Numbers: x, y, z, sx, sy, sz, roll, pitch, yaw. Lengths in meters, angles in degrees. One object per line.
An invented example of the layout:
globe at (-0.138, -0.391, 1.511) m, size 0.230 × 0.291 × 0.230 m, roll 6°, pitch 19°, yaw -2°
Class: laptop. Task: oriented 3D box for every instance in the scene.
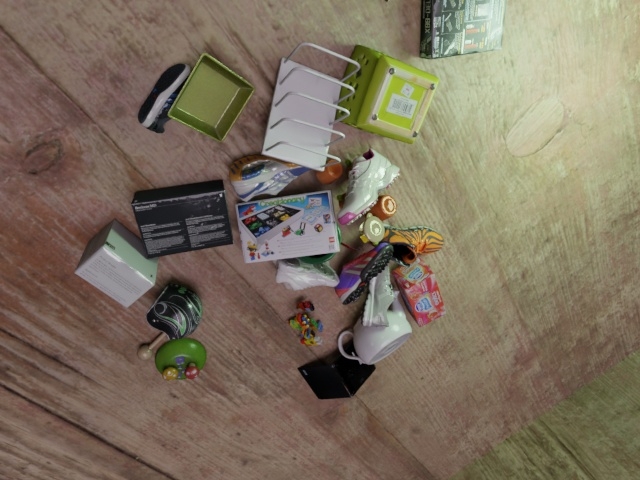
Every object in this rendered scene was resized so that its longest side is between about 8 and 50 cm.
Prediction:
laptop at (0.078, 0.553, 1.808) m, size 0.264 × 0.136 × 0.234 m, roll -43°, pitch 126°, yaw -23°

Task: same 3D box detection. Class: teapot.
teapot at (0.217, 0.354, 1.655) m, size 0.255 × 0.187 × 0.253 m, roll -23°, pitch 150°, yaw -27°

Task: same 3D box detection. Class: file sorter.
file sorter at (-0.024, -0.355, 1.146) m, size 0.192 × 0.173 × 0.278 m, roll 12°, pitch 89°, yaw -22°

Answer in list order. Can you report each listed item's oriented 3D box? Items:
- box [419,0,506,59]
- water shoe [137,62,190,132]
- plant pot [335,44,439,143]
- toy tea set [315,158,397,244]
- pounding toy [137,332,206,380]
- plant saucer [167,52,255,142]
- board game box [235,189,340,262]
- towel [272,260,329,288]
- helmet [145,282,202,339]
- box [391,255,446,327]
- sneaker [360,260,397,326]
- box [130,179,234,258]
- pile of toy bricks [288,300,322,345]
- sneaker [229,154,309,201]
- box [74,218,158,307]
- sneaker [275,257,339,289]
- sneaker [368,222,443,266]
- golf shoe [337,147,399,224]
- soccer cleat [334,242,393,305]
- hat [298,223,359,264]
box at (0.417, -0.705, 1.214) m, size 0.242 × 0.076 × 0.308 m, roll -13°, pitch 120°, yaw -11°
water shoe at (-0.409, -0.385, 1.136) m, size 0.203 × 0.073 × 0.080 m, roll -48°, pitch 148°, yaw 8°
plant pot at (0.194, -0.413, 1.222) m, size 0.228 × 0.207 × 0.227 m, roll 11°, pitch 112°, yaw -24°
toy tea set at (0.110, -0.148, 1.394) m, size 0.200 × 0.124 × 0.336 m, roll -45°, pitch 106°, yaw -31°
pounding toy at (-0.517, 0.438, 1.500) m, size 0.182 × 0.110 × 0.237 m, roll -35°, pitch 122°, yaw 2°
plant saucer at (-0.299, -0.387, 1.141) m, size 0.188 × 0.045 × 0.188 m, roll -53°, pitch 144°, yaw 13°
board game box at (-0.102, -0.042, 1.316) m, size 0.305 × 0.053 × 0.193 m, roll -7°, pitch 97°, yaw 9°
towel at (-0.086, 0.034, 1.461) m, size 0.187 × 0.049 × 0.282 m, roll -26°, pitch 121°, yaw -4°
helmet at (-0.470, 0.237, 1.379) m, size 0.161 × 0.169 × 0.169 m, roll 37°, pitch 102°, yaw -13°
box at (0.387, 0.205, 1.641) m, size 0.128 × 0.123 × 0.257 m, roll -28°, pitch 130°, yaw 0°
sneaker at (0.229, 0.186, 1.557) m, size 0.115 × 0.105 × 0.282 m, roll 13°, pitch 83°, yaw 0°
box at (-0.409, -0.067, 1.272) m, size 0.261 × 0.103 × 0.185 m, roll -10°, pitch 122°, yaw -12°
pile of toy bricks at (-0.071, 0.317, 1.597) m, size 0.105 × 0.118 × 0.212 m, roll -8°, pitch 141°, yaw 18°
sneaker at (-0.132, -0.212, 1.300) m, size 0.296 × 0.112 × 0.131 m, roll -17°, pitch 142°, yaw -10°
box at (-0.590, 0.065, 1.237) m, size 0.119 × 0.182 × 0.181 m, roll -38°, pitch 121°, yaw 7°
sneaker at (-0.050, 0.128, 1.455) m, size 0.232 × 0.090 × 0.115 m, roll 16°, pitch 119°, yaw -15°
sneaker at (0.330, 0.031, 1.514) m, size 0.320 × 0.180 × 0.125 m, roll 3°, pitch 116°, yaw -19°
golf shoe at (0.120, -0.166, 1.273) m, size 0.140 × 0.115 × 0.306 m, roll 47°, pitch 52°, yaw -7°
soccer cleat at (0.137, 0.099, 1.468) m, size 0.108 × 0.116 × 0.318 m, roll -12°, pitch 147°, yaw -39°
hat at (0.000, 0.000, 1.433) m, size 0.173 × 0.183 × 0.209 m, roll -39°, pitch 83°, yaw 6°
